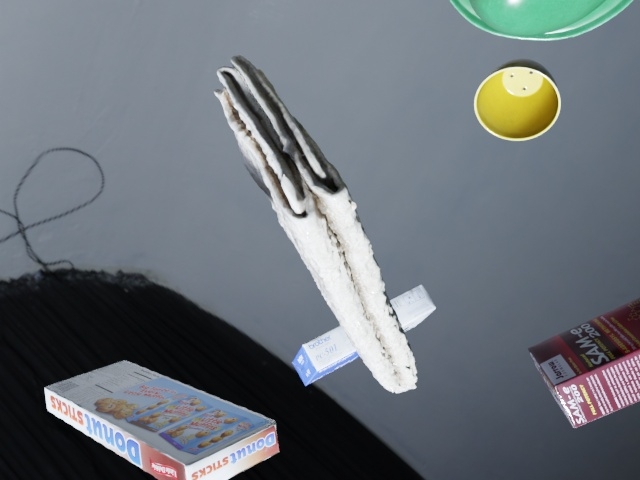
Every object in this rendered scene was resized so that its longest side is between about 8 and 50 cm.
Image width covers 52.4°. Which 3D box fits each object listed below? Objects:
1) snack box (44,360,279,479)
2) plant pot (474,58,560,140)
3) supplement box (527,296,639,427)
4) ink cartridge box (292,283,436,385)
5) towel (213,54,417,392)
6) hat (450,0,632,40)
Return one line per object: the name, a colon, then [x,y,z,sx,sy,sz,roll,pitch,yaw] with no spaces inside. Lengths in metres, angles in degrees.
snack box: [-0.109,0.112,0.418,0.064,0.178,0.022,-13,103,-44]
plant pot: [0.331,-0.249,1.082,0.134,0.134,0.095,103,9,-46]
supplement box: [0.420,0.148,0.880,0.240,0.073,0.130,-27,-168,8]
ink cartridge box: [0.064,0.140,0.966,0.207,0.046,0.097,-24,163,-21]
towel: [0.000,0.000,0.530,0.049,0.187,0.282,-29,139,-2]
hat: [0.163,-0.180,0.501,0.173,0.209,0.183,105,-2,-54]
